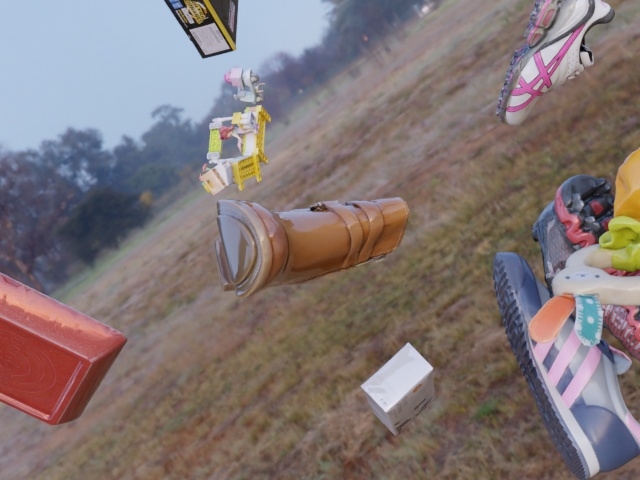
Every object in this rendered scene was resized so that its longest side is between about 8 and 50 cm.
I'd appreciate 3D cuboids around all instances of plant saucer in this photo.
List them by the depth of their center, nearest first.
[{"bbox_3d":[-0.433,0.159,1.163,0.258,0.259,0.048,-51,16,42],"label":"plant saucer"}]

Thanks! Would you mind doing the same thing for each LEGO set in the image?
[{"bbox_3d":[-0.162,-0.154,1.380,0.107,0.132,0.287,-4,48,18],"label":"LEGO set"}]

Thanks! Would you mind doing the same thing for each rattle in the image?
[{"bbox_3d":[0.286,0.006,0.821,0.200,0.143,0.130,-16,37,-28],"label":"rattle"}]

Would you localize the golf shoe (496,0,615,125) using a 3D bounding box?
[{"bbox_3d":[0.252,-0.191,0.908,0.186,0.086,0.067,106,-174,-51],"label":"golf shoe"}]

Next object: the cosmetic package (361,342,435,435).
[{"bbox_3d":[0.130,0.242,1.310,0.099,0.060,0.239,-43,-21,-8],"label":"cosmetic package"}]

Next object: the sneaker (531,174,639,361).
[{"bbox_3d":[0.360,0.058,1.033,0.097,0.276,0.135,-23,-13,-34],"label":"sneaker"}]

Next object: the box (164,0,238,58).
[{"bbox_3d":[-0.229,-0.532,1.476,0.079,0.257,0.322,-13,54,17],"label":"box"}]

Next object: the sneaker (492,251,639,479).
[{"bbox_3d":[0.338,0.150,1.114,0.131,0.319,0.112,-19,-16,-4],"label":"sneaker"}]

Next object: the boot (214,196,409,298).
[{"bbox_3d":[0.000,0.000,0.918,0.220,0.109,0.283,-12,-12,-11],"label":"boot"}]
